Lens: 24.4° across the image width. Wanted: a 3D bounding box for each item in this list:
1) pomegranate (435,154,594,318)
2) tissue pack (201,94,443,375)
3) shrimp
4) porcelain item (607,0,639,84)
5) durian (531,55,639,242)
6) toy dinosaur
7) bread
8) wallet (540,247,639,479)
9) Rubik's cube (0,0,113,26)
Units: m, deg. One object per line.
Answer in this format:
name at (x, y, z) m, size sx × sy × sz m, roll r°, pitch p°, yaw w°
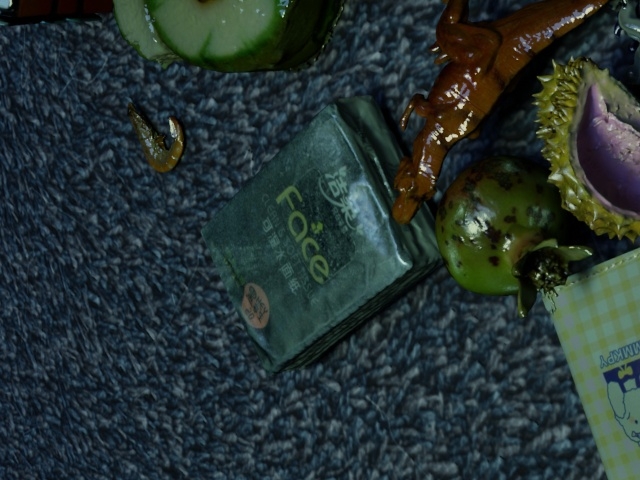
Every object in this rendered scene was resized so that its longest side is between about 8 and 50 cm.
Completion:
pomegranate at (0.195, -0.005, 1.558) m, size 0.156 × 0.220 × 0.156 m, roll 1°, pitch 109°, yaw 2°
tissue pack at (0.000, 0.000, 1.825) m, size 0.315 × 0.103 × 0.228 m, roll -41°, pitch 70°, yaw 43°
shrimp at (-0.234, -0.158, 2.097) m, size 0.127 × 0.025 × 0.091 m, roll 53°, pitch 130°, yaw 20°
porcelain item at (0.332, -0.189, 1.503) m, size 0.136 × 0.021 × 0.075 m, roll 48°, pitch 128°, yaw 29°
durian at (0.292, -0.081, 1.481) m, size 0.132 × 0.182 × 0.165 m, roll -49°, pitch 28°, yaw 12°
toy dinosaur at (0.181, -0.215, 1.582) m, size 0.432 × 0.097 × 0.208 m, roll -52°, pitch 39°, yaw 25°
bread at (-0.131, -0.360, 1.878) m, size 0.366 × 0.129 × 0.382 m, roll 56°, pitch 132°, yaw 23°
wallet at (0.356, 0.163, 1.513) m, size 0.223 × 0.077 × 0.310 m, roll -29°, pitch 75°, yaw 49°
Rubik's cube at (-0.447, -0.457, 2.013) m, size 0.288 × 0.283 × 0.294 m, roll 13°, pitch 102°, yaw 18°
